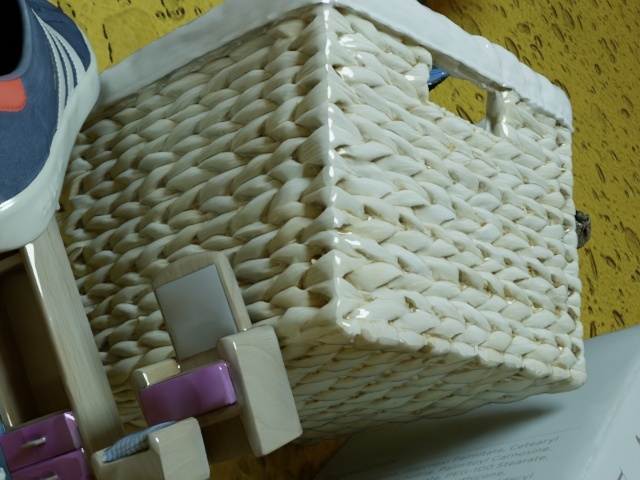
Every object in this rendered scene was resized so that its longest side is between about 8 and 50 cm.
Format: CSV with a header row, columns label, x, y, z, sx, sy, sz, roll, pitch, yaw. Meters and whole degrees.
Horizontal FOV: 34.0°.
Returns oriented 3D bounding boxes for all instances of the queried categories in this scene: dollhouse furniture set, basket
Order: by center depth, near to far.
label,x,y,z,sx,sy,sz,roll,pitch,yaw
dollhouse furniture set,-0.223,0.080,0.551,0.303,0.286,0.198,-11,80,-64
basket,0.000,0.000,0.829,0.328,0.331,0.266,17,61,-45

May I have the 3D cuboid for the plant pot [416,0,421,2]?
label,x,y,z,sx,sy,sz,roll,pitch,yaw
plant pot,0.143,-0.429,1.309,0.248,0.247,0.252,51,58,-20

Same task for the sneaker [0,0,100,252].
label,x,y,z,sx,sy,sz,roll,pitch,yaw
sneaker,-0.222,-0.131,0.679,0.350,0.131,0.148,-112,-169,-58

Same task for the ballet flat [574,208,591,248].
label,x,y,z,sx,sy,sz,roll,pitch,yaw
ballet flat,0.301,-0.074,1.450,0.250,0.058,0.084,45,42,-26

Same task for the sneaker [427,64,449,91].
label,x,y,z,sx,sy,sz,roll,pitch,yaw
sneaker,0.090,-0.206,1.251,0.087,0.083,0.221,58,34,2

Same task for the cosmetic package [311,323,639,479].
label,x,y,z,sx,sy,sz,roll,pitch,yaw
cosmetic package,0.164,0.320,0.863,0.394,0.327,0.329,-38,101,-53
